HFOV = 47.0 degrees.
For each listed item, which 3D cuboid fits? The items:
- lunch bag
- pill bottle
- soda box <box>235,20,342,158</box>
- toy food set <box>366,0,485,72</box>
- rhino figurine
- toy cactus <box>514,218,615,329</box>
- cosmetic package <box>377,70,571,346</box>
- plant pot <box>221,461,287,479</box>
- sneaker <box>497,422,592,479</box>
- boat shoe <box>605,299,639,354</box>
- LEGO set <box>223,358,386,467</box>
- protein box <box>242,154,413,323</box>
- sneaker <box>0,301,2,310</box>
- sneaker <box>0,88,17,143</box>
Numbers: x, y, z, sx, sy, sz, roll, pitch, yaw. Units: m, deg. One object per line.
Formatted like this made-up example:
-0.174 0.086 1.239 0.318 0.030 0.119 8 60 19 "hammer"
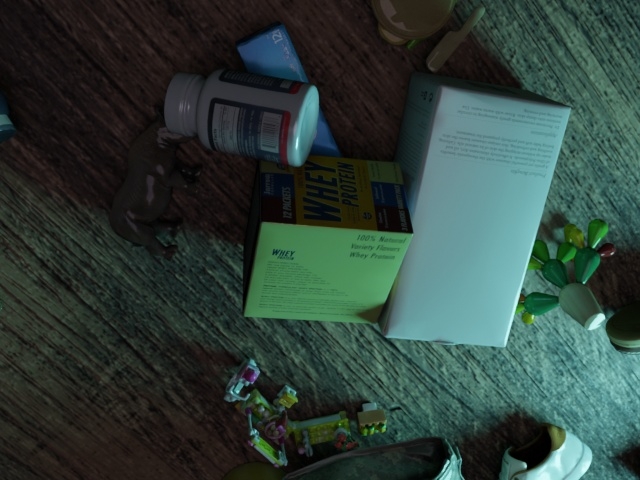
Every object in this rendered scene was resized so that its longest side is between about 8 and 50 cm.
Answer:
0.114 0.459 1.217 0.287 0.169 0.235 -21 129 -2 "lunch bag"
-0.101 -0.162 0.946 0.180 0.108 0.108 13 109 10 "pill bottle"
-0.043 -0.192 1.028 0.071 0.067 0.210 -25 111 1 "soda box"
0.124 -0.339 1.023 0.192 0.038 0.132 41 92 -14 "toy food set"
-0.221 -0.097 1.034 0.106 0.073 0.243 17 105 -17 "rhino figurine"
0.373 0.070 1.137 0.219 0.180 0.112 -36 131 10 "toy cactus"
0.201 -0.042 1.074 0.197 0.155 0.365 8 109 -11 "cosmetic package"
-0.107 0.457 1.239 0.134 0.095 0.134 -3 109 -8 "plant pot"
0.340 0.443 1.308 0.123 0.106 0.290 39 91 -13 "sneaker"
0.646 0.155 1.236 0.342 0.123 0.123 -12 110 -11 "boat shoe"
-0.026 0.305 1.190 0.287 0.107 0.132 24 105 -16 "LEGO set"
0.000 0.000 1.027 0.200 0.136 0.201 4 138 -10 "protein box"
-0.520 0.065 1.062 0.067 0.042 0.118 -23 114 -4 "sneaker"
-0.568 -0.150 0.957 0.319 0.112 0.131 -18 95 -5 "sneaker"
